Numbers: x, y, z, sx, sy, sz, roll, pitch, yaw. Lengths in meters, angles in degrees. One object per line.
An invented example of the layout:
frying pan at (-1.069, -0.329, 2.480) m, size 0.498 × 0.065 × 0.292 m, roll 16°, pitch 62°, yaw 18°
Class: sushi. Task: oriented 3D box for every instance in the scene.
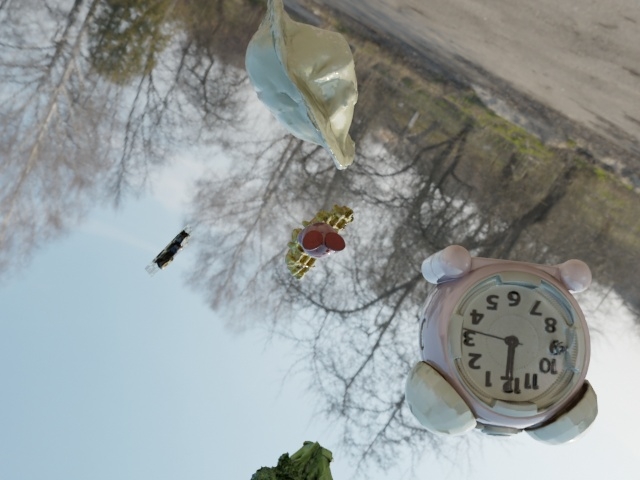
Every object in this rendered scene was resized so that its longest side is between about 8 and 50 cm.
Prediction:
sushi at (-0.461, 0.043, 1.854) m, size 0.031 × 0.201 × 0.139 m, roll 40°, pitch 167°, yaw 5°

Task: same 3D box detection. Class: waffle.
waffle at (0.000, 0.000, 1.343) m, size 0.046 × 0.192 × 0.160 m, roll 46°, pitch 159°, yaw 34°

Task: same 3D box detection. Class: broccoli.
broccoli at (-0.041, 0.656, 1.513) m, size 0.308 × 0.275 × 0.307 m, roll 21°, pitch 149°, yaw 14°

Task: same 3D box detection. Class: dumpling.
dumpling at (-0.030, -0.307, 1.233) m, size 0.315 × 0.233 × 0.395 m, roll -86°, pitch -26°, yaw -57°

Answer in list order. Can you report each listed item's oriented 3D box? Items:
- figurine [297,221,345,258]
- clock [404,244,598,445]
figurine at (0.002, 0.000, 1.072) m, size 0.083 × 0.067 × 0.071 m, roll 19°, pitch 169°, yaw -10°
clock at (0.326, 0.193, 1.074) m, size 0.342 × 0.325 × 0.184 m, roll 5°, pitch 164°, yaw -1°
